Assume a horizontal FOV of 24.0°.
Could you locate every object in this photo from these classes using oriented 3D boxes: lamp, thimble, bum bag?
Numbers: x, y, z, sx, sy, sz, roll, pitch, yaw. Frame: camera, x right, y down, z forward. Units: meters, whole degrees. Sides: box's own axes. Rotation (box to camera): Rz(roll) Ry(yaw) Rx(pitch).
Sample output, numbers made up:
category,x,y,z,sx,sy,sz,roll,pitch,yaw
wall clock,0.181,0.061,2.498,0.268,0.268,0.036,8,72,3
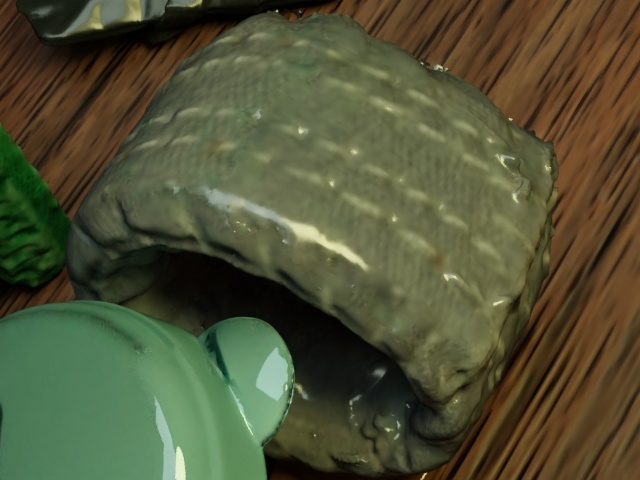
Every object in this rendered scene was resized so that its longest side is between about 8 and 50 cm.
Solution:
category,x,y,z,sx,sy,sz,roll,pitch,yaw
lamp,-0.144,0.136,0.733,0.284,0.147,0.209,-3,69,13
thimble,0.000,0.000,0.791,0.236,0.205,0.172,16,55,23
bum bag,-0.097,-0.200,1.094,0.248,0.060,0.123,-13,56,8

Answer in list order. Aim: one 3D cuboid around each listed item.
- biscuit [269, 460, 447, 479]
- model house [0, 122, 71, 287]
category,x,y,z,sx,sy,sz,roll,pitch,yaw
biscuit,-0.013,0.100,0.882,0.192,0.036,0.186,20,68,30
model house,-0.370,0.000,0.976,0.325,0.194,0.267,-45,56,-11
